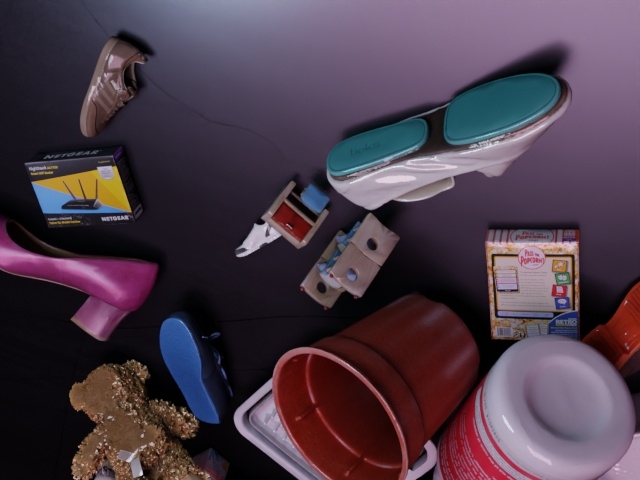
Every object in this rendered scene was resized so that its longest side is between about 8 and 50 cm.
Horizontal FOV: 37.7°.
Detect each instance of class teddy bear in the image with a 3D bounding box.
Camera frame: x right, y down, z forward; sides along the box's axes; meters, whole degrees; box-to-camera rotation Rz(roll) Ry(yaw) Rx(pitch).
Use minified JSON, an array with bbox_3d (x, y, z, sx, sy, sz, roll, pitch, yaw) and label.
[{"bbox_3d":[-0.349,0.395,1.802,0.338,0.245,0.113,36,168,22],"label":"teddy bear"}]

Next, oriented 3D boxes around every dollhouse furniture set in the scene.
[{"bbox_3d":[0.000,0.000,1.508,0.183,0.129,0.129,40,155,-10],"label":"dollhouse furniture set"}]

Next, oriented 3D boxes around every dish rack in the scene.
[{"bbox_3d":[0.031,0.355,1.780,0.333,0.072,0.285,40,124,-9],"label":"dish rack"}]

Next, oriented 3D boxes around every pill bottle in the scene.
[{"bbox_3d":[0.325,0.341,1.541,0.229,0.229,0.408,23,145,2],"label":"pill bottle"}]

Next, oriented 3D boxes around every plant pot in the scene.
[{"bbox_3d":[0.108,0.233,1.535,0.272,0.265,0.273,24,129,33],"label":"plant pot"}]

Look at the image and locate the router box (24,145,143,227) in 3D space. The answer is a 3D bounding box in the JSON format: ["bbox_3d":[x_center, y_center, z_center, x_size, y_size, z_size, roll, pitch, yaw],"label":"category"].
[{"bbox_3d":[-0.416,-0.093,1.653,0.178,0.046,0.133,-3,119,18],"label":"router box"}]

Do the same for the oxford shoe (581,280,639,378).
[{"bbox_3d":[0.532,0.135,1.505,0.098,0.097,0.271,23,124,-39],"label":"oxford shoe"}]

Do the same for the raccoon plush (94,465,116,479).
[{"bbox_3d":[-0.266,0.582,1.919,0.446,0.299,0.216,0,122,-35],"label":"raccoon plush"}]

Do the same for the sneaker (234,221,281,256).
[{"bbox_3d":[-0.109,-0.007,1.625,0.109,0.040,0.044,-31,92,26],"label":"sneaker"}]

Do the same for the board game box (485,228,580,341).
[{"bbox_3d":[0.349,0.075,1.530,0.146,0.045,0.194,1,121,16],"label":"board game box"}]

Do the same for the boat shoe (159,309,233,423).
[{"bbox_3d":[-0.235,0.229,1.777,0.109,0.089,0.258,10,129,26],"label":"boat shoe"}]

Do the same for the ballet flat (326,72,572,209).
[{"bbox_3d":[0.200,-0.138,1.411,0.400,0.139,0.139,-17,115,29],"label":"ballet flat"}]

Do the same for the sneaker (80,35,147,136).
[{"bbox_3d":[-0.339,-0.237,1.530,0.071,0.066,0.188,25,125,-1],"label":"sneaker"}]

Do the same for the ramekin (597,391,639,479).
[{"bbox_3d":[0.580,0.390,1.602,0.277,0.135,0.277,8,122,13],"label":"ramekin"}]

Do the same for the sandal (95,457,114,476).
[{"bbox_3d":[-0.427,0.482,2.005,0.072,0.049,0.180,45,122,-13],"label":"sandal"}]

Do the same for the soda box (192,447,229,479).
[{"bbox_3d":[-0.276,0.503,1.964,0.183,0.063,0.058,-32,115,29],"label":"soda box"}]

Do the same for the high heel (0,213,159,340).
[{"bbox_3d":[-0.480,0.005,1.716,0.377,0.127,0.181,38,101,-7],"label":"high heel"}]
